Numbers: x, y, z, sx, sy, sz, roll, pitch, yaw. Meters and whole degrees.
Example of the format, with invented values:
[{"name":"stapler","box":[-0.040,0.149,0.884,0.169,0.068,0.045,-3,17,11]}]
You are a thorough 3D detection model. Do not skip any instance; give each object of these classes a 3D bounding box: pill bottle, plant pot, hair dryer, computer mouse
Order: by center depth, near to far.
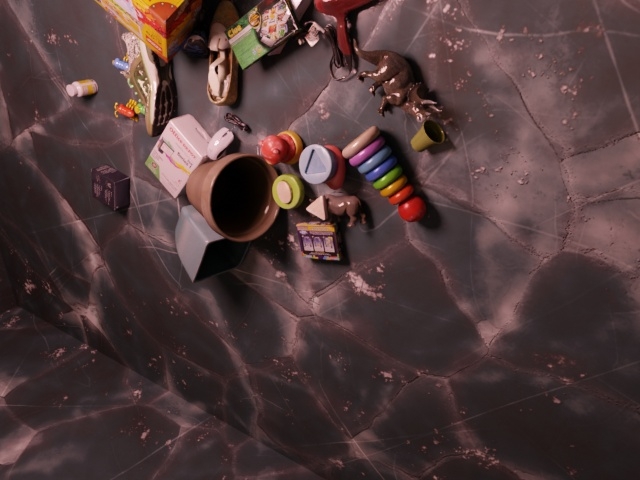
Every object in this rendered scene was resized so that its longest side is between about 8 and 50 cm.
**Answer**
[{"name":"hair dryer","box":[0.067,-0.650,1.432,0.224,0.080,0.293,40,137,-9]},{"name":"plant pot","box":[0.316,-0.307,1.441,0.083,0.083,0.079,52,141,-1]},{"name":"computer mouse","box":[-0.364,-0.384,1.799,0.106,0.042,0.193,42,102,6]},{"name":"plant pot","box":[-0.356,-0.181,1.805,0.281,0.323,0.322,19,124,42]},{"name":"plant pot","box":[-0.465,-0.021,1.980,0.252,0.247,0.247,47,131,21]},{"name":"pill bottle","box":[-1.034,-0.659,2.073,0.065,0.116,0.065,14,120,26]}]

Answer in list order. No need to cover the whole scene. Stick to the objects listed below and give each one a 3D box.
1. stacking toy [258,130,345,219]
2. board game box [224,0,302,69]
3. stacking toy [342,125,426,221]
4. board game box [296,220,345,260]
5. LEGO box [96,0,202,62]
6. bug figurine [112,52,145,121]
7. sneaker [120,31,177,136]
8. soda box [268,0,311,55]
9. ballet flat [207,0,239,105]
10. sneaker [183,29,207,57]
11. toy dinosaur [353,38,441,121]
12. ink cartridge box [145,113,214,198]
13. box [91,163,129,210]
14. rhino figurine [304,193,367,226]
[{"name":"stacking toy","box":[-0.084,-0.220,1.648,0.309,0.130,0.279,21,111,29]},{"name":"board game box","box":[-0.185,-0.661,1.507,0.260,0.030,0.136,-17,105,38]},{"name":"stacking toy","box":[0.220,-0.198,1.534,0.141,0.141,0.330,-32,102,39]},{"name":"board game box","box":[0.000,0.000,1.814,0.171,0.048,0.140,4,114,31]},{"name":"LEGO box","box":[-0.615,-0.841,1.464,0.500,0.193,0.372,40,171,-15]},{"name":"bug figurine","box":[-0.767,-0.609,1.961,0.217,0.072,0.278,22,124,21]},{"name":"sneaker","box":[-0.672,-0.609,1.839,0.182,0.158,0.409,10,112,16]},{"name":"soda box","box":[-0.119,-0.695,1.510,0.074,0.069,0.216,47,129,3]},{"name":"ballet flat","box":[-0.341,-0.634,1.652,0.123,0.123,0.348,21,124,22]},{"name":"sneaker","box":[-0.428,-0.682,1.644,0.080,0.211,0.081,0,102,-13]},{"name":"toy dinosaur","box":[0.214,-0.471,1.409,0.160,0.121,0.313,-31,91,27]},{"name":"ink cartridge box","box":[-0.562,-0.339,1.944,0.201,0.117,0.278,49,129,1]},{"name":"box","box":[-0.999,-0.255,2.280,0.158,0.093,0.155,29,126,18]},{"name":"rhino figurine","box":[0.047,-0.113,1.709,0.244,0.073,0.106,6,113,32]}]
